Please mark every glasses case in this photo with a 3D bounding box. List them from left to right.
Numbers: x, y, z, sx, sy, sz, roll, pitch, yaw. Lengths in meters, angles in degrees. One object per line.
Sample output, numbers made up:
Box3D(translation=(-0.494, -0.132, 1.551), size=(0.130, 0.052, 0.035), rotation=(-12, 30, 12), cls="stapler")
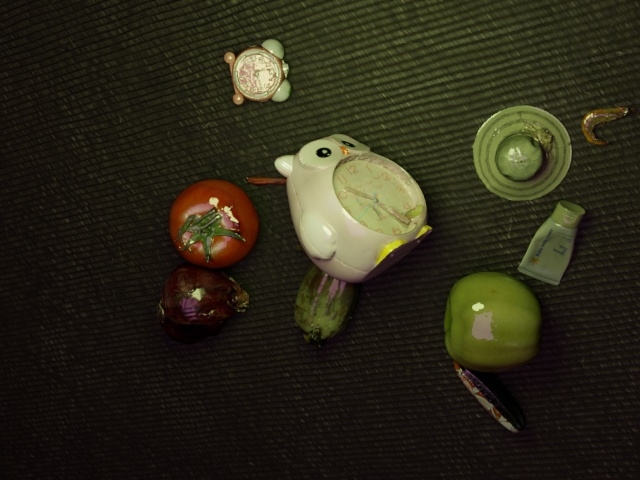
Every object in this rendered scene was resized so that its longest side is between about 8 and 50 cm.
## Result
Box3D(translation=(0.473, 0.423, 1.850), size=(0.067, 0.103, 0.267), rotation=(-42, 90, 24), cls="glasses case")

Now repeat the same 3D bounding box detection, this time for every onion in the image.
Box3D(translation=(-0.374, 0.198, 1.978), size=(0.281, 0.280, 0.221), rotation=(-45, 47, 22), cls="onion")

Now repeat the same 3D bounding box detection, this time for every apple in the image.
Box3D(translation=(0.448, 0.212, 1.735), size=(0.278, 0.279, 0.279), rotation=(4, 107, 15), cls="apple")

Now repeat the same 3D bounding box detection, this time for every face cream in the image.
Box3D(translation=(0.608, 0.010, 1.722), size=(0.114, 0.070, 0.224), rotation=(22, 119, 9), cls="face cream")

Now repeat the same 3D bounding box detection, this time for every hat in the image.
Box3D(translation=(0.501, -0.209, 1.659), size=(0.251, 0.110, 0.252), rotation=(4, 107, 14), cls="hat")

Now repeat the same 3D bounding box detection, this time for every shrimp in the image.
Box3D(translation=(0.708, -0.285, 1.621), size=(0.127, 0.025, 0.091), rotation=(-19, 100, 25), cls="shrimp")

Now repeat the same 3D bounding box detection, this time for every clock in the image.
Box3D(translation=(-0.163, -0.453, 1.798), size=(0.162, 0.093, 0.166), rotation=(-8, 103, 9), cls="clock")
Box3D(translation=(0.071, -0.085, 1.714), size=(0.377, 0.368, 0.251), rotation=(53, 141, 15), cls="clock")

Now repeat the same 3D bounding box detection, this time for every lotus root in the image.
Box3D(translation=(0.029, 0.148, 1.876), size=(0.173, 0.173, 0.310), rotation=(23, 110, 9), cls="lotus root")

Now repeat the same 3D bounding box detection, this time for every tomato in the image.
Box3D(translation=(-0.299, -0.046, 1.875), size=(0.255, 0.224, 0.256), rotation=(3, 103, 12), cls="tomato")

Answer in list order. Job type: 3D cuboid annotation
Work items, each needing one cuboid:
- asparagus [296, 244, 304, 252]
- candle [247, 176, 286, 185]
Box3D(translation=(0.000, 0.000, 1.906), size=(0.165, 0.030, 0.036), rotation=(-22, 122, 19), cls="asparagus")
Box3D(translation=(-0.131, -0.170, 1.900), size=(0.167, 0.021, 0.026), rotation=(2, 86, 16), cls="candle")
